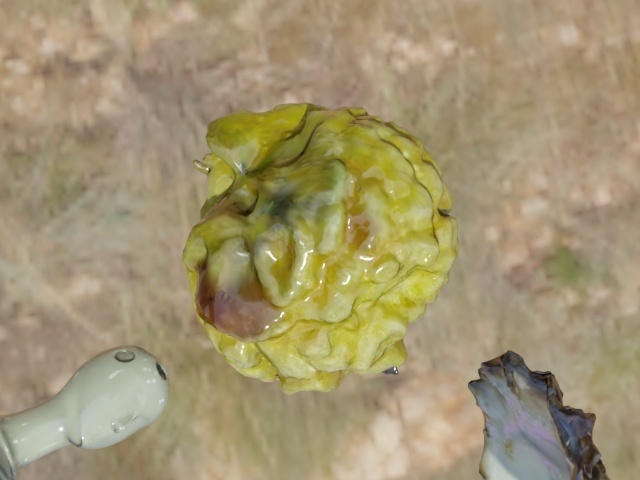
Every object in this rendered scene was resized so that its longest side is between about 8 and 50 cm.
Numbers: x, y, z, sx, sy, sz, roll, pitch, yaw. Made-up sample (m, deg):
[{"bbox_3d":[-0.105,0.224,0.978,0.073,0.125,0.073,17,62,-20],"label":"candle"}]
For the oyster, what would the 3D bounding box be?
[{"bbox_3d":[0.158,0.196,1.214,0.092,0.259,0.198,-12,163,-8],"label":"oyster"}]

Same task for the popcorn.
[{"bbox_3d":[-0.002,0.002,1.413,0.169,0.189,0.218,24,109,-48],"label":"popcorn"}]

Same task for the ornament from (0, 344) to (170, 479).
[{"bbox_3d":[-0.192,0.140,1.550,0.156,0.081,0.075,-24,125,-25],"label":"ornament"}]
